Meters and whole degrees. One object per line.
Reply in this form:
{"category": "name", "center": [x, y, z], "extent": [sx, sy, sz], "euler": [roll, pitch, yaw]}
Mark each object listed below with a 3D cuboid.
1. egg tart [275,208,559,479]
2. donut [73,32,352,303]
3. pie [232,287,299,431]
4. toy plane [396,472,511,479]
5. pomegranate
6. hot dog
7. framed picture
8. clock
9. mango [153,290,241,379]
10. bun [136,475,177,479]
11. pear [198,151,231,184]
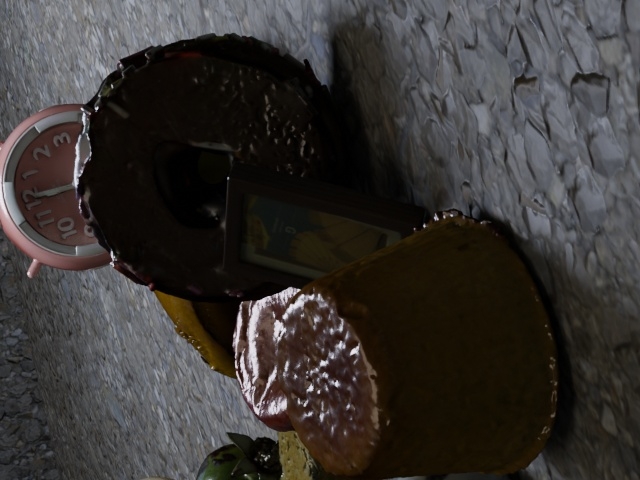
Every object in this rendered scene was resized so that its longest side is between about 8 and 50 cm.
{"category": "egg tart", "center": [0.074, 0.091, 1.323], "extent": [0.215, 0.170, 0.215], "euler": [24, 120, 52]}
{"category": "donut", "center": [-0.097, -0.066, 1.587], "extent": [0.103, 0.269, 0.270], "euler": [-67, -33, -69]}
{"category": "pie", "center": [-0.031, 0.107, 1.769], "extent": [0.182, 0.049, 0.182], "euler": [-16, 71, 54]}
{"category": "toy plane", "center": [0.067, 0.278, 1.416], "extent": [0.118, 0.252, 0.252], "euler": [46, 168, -13]}
{"category": "pomegranate", "center": [-0.083, 0.304, 2.073], "extent": [0.169, 0.148, 0.148], "euler": [112, 138, -66]}
{"category": "hot dog", "center": [0.002, 0.255, 1.867], "extent": [0.084, 0.073, 0.243], "euler": [40, 142, 53]}
{"category": "framed picture", "center": [0.000, 0.000, 1.494], "extent": [0.128, 0.168, 0.023], "euler": [97, -171, -50]}
{"category": "clock", "center": [-0.331, -0.069, 2.312], "extent": [0.142, 0.241, 0.227], "euler": [158, 93, -76]}
{"category": "mango", "center": [-0.105, 0.052, 1.911], "extent": [0.151, 0.156, 0.249], "euler": [-2, 128, 46]}
{"category": "bun", "center": [-0.194, 0.480, 2.548], "extent": [0.299, 0.164, 0.299], "euler": [30, 128, 47]}
{"category": "pear", "center": [-0.123, -0.084, 1.747], "extent": [0.200, 0.200, 0.200], "euler": [162, 90, -73]}
